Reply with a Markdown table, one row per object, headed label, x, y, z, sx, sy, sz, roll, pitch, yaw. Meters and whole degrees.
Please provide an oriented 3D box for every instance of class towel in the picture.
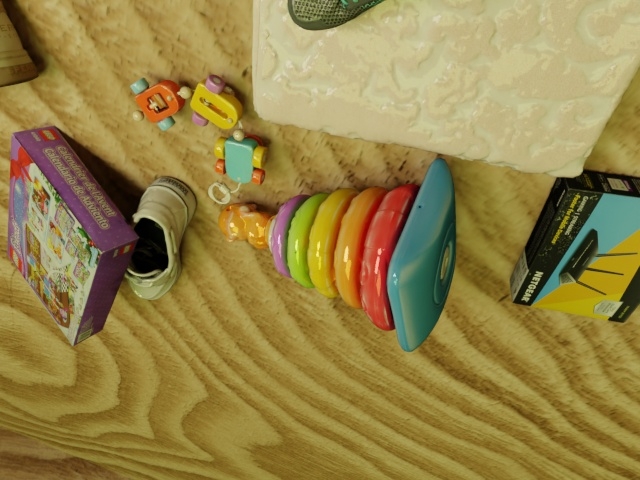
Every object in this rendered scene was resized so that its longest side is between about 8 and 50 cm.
| label | x | y | z | sx | sy | sz | roll | pitch | yaw |
| --- | --- | --- | --- | --- | --- | --- | --- | --- | --- |
| towel | 0.105 | -0.209 | 0.342 | 0.331 | 0.053 | 0.317 | 13 | 134 | 7 |

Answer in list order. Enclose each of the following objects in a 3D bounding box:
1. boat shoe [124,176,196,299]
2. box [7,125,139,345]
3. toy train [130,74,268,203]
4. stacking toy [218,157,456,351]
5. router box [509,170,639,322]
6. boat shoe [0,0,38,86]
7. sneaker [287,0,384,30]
| label | x | y | z | sx | sy | sz | roll | pitch | yaw |
| --- | --- | --- | --- | --- | --- | --- | --- | --- | --- |
| boat shoe | -0.255 | 0.025 | 0.646 | 0.096 | 0.088 | 0.267 | 30 | 133 | -11 |
| box | -0.379 | 0.010 | 0.637 | 0.201 | 0.057 | 0.293 | 50 | 132 | 7 |
| toy train | -0.130 | -0.127 | 0.499 | 0.125 | 0.046 | 0.166 | -17 | 121 | 31 |
| stacking toy | 0.000 | 0.000 | 0.517 | 0.301 | 0.175 | 0.166 | 10 | 144 | 25 |
| router box | 0.309 | 0.011 | 0.485 | 0.133 | 0.046 | 0.179 | 9 | 134 | 9 |
| boat shoe | -0.500 | -0.210 | 0.477 | 0.341 | 0.122 | 0.110 | -8 | 119 | 1 |
| sneaker | 0.041 | -0.191 | 0.290 | 0.166 | 0.076 | 0.065 | -16 | 123 | 30 |
